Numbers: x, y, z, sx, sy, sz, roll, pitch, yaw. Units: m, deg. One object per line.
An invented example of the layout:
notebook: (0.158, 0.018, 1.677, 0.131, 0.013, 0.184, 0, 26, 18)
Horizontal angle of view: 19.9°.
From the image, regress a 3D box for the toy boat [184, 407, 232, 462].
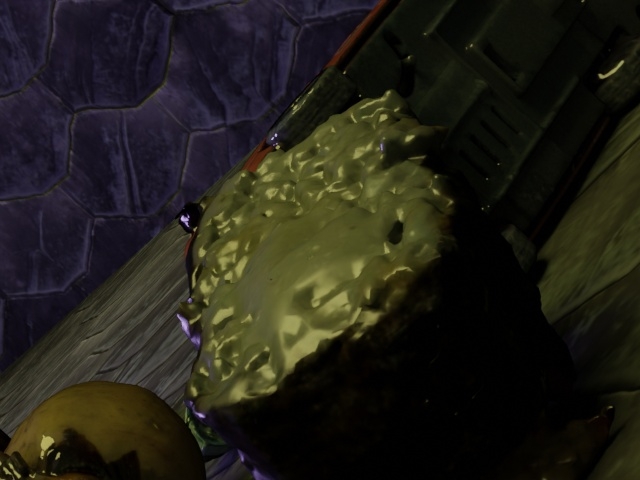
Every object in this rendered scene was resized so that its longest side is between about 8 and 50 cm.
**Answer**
toy boat: (-0.084, 0.141, 1.579, 0.066, 0.059, 0.140, -61, 3, 29)

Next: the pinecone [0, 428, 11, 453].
pinecone: (-0.380, 0.284, 1.828, 0.272, 0.224, 0.224, -19, 27, 50)

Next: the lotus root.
lotus root: (-0.175, 0.196, 1.433, 0.183, 0.183, 0.310, -46, 6, 2)

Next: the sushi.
sushi: (0.038, 0.047, 1.013, 0.196, 0.182, 0.343, -43, 21, 11)

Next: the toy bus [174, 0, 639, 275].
toy bus: (0.076, -0.077, 1.382, 0.427, 0.203, 0.233, -52, 6, -38)

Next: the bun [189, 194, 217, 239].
bun: (0.000, 0.000, 1.582, 0.220, 0.134, 0.220, -17, 11, 3)
